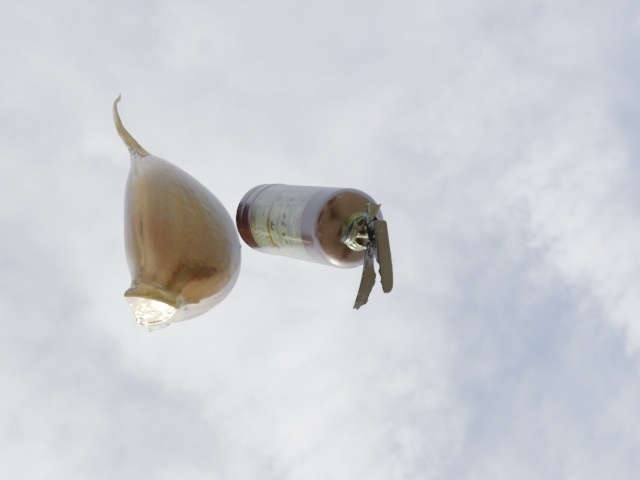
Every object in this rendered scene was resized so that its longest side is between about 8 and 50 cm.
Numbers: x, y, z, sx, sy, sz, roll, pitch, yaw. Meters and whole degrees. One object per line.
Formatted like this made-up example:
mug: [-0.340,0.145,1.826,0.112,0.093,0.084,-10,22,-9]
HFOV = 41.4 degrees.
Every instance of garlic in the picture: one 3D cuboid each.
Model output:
garlic: [-0.162,-0.025,0.925,0.128,0.148,0.266,-16,-121,-10]

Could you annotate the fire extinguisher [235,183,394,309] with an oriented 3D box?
fire extinguisher: [0.000,0.000,0.757,0.071,0.231,0.099,6,-87,-31]
